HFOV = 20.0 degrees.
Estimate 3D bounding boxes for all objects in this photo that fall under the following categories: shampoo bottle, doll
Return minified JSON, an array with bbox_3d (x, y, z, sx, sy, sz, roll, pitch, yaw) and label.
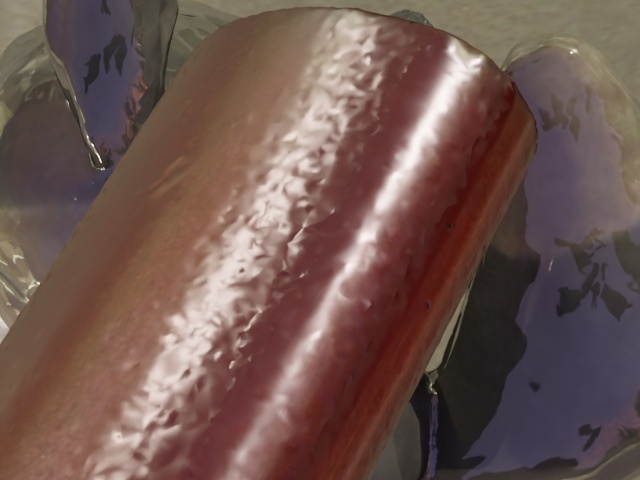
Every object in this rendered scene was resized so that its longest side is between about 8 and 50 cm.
[{"bbox_3d":[-0.047,0.065,0.375,0.102,0.260,0.064,3,141,40],"label":"shampoo bottle"},{"bbox_3d":[-0.004,-0.015,0.942,0.379,0.252,0.382,-20,117,-11],"label":"doll"}]

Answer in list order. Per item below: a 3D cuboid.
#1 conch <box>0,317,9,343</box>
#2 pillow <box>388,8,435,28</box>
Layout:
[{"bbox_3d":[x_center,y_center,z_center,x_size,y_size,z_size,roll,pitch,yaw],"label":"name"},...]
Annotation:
[{"bbox_3d":[-0.171,0.005,1.250,0.183,0.275,0.148,14,62,-21],"label":"conch"},{"bbox_3d":[0.002,-0.037,1.203,0.034,0.189,0.255,33,101,-14],"label":"pillow"}]
